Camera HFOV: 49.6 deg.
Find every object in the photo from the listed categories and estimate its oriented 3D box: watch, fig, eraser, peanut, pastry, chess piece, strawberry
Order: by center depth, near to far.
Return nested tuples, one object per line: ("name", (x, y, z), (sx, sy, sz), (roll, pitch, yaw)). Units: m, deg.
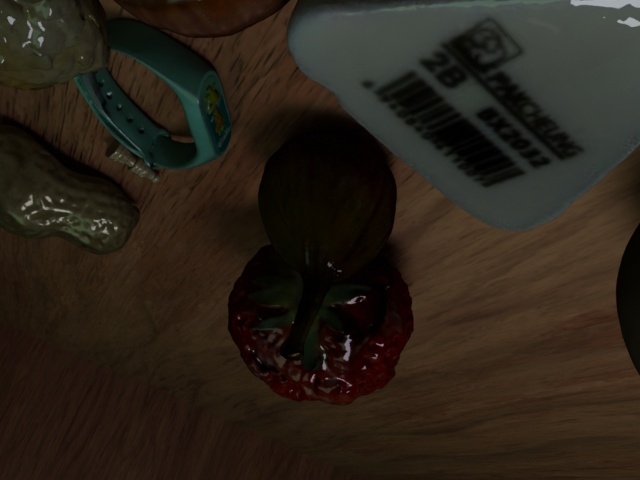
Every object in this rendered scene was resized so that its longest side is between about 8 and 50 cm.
("pastry", (-0.291, -0.267, 0.568), (0.136, 0.329, 0.329), (-27, 146, -4))
("eraser", (0.130, -0.170, 0.599), (0.331, 0.150, 0.331), (17, 152, 9))
("fig", (0.006, 0.007, 0.891), (0.190, 0.290, 0.190), (1, 171, 0))
("watch", (-0.217, -0.177, 0.910), (0.195, 0.068, 0.237), (13, 151, 15))
("chess piece", (-0.295, -0.121, 1.105), (0.035, 0.035, 0.092), (-7, 146, 42))
("strawberry", (0.012, 0.138, 1.112), (0.292, 0.292, 0.310), (6, 142, 26))
("peanut", (-0.461, -0.069, 1.182), (0.291, 0.159, 0.143), (33, 176, -24))

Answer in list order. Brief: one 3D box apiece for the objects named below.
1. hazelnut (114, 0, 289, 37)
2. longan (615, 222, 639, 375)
("hazelnut", (-0.109, -0.262, 0.577), (0.214, 0.176, 0.214), (40, -175, -5))
("longan", (0.459, 0.072, 0.687), (0.319, 0.319, 0.319), (16, 153, 8))
